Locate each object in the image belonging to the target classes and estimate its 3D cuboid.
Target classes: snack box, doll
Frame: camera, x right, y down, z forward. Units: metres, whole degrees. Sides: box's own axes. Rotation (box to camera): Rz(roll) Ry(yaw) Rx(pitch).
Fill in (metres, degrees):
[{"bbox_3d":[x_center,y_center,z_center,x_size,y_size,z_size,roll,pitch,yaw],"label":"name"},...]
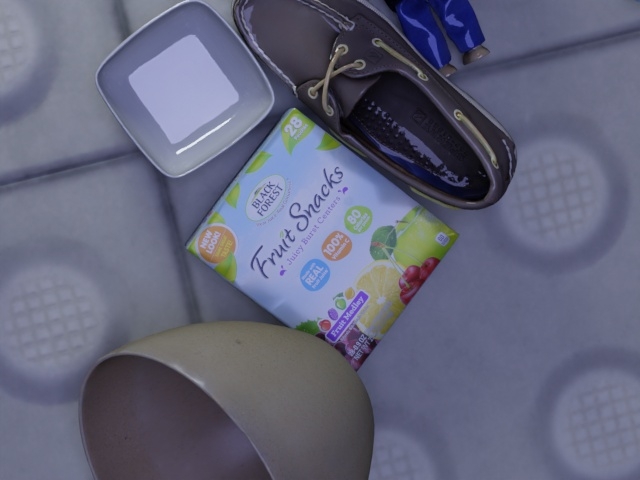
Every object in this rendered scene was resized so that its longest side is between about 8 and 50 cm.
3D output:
[{"bbox_3d":[0.000,0.000,1.698,0.207,0.070,0.174,37,89,-6],"label":"snack box"},{"bbox_3d":[0.089,-0.249,1.708,0.129,0.046,0.189,-28,96,1],"label":"doll"}]

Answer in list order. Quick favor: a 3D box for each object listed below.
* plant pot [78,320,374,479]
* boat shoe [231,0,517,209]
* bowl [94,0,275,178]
[{"bbox_3d":[-0.061,0.186,1.625,0.191,0.284,0.284,-33,98,-38],"label":"plant pot"},{"bbox_3d":[0.047,-0.143,1.666,0.324,0.097,0.116,38,109,-2],"label":"boat shoe"},{"bbox_3d":[-0.131,-0.147,1.682,0.142,0.053,0.142,-37,97,-3],"label":"bowl"}]
